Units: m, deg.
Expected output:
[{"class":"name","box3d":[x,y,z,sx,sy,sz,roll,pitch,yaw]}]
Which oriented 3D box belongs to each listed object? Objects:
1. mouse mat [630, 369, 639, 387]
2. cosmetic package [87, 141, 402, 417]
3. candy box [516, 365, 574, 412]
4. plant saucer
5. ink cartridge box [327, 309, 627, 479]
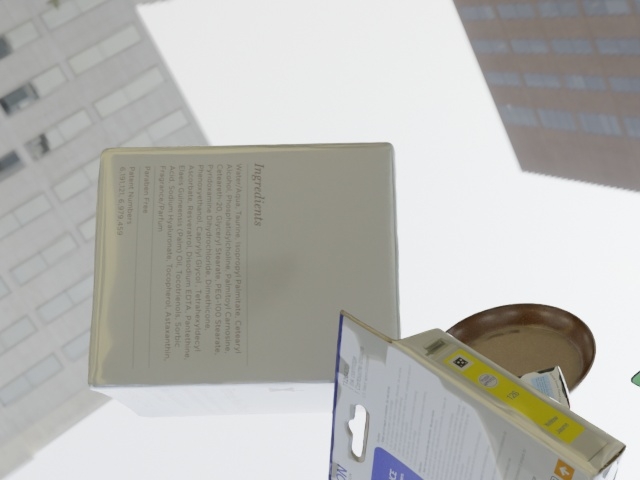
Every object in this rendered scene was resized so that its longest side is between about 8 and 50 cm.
[{"class":"mouse mat","box3d":[0.693,0.257,1.773,0.152,0.190,0.007,-51,-161,33]},{"class":"cosmetic package","box3d":[-0.090,0.069,1.355,0.394,0.327,0.329,-1,163,2]},{"class":"candy box","box3d":[0.275,0.267,1.509,0.234,0.071,0.159,-18,162,13]},{"class":"plant saucer","box3d":[0.343,0.225,1.732,0.311,0.050,0.310,-15,-151,8]},{"class":"ink cartridge box","box3d":[0.140,0.249,1.002,0.072,0.303,0.307,-25,-136,-35]}]
